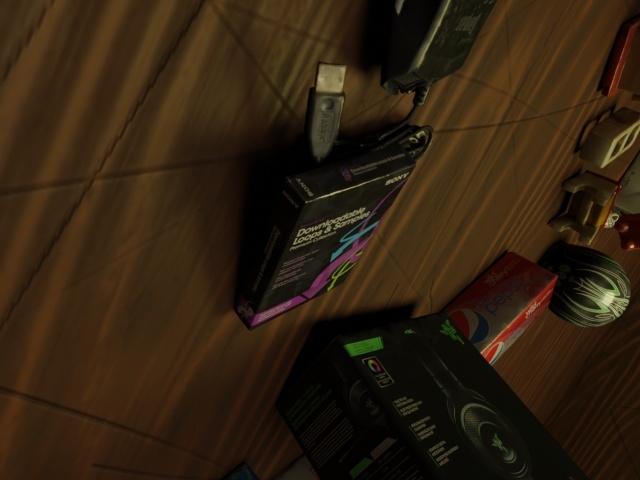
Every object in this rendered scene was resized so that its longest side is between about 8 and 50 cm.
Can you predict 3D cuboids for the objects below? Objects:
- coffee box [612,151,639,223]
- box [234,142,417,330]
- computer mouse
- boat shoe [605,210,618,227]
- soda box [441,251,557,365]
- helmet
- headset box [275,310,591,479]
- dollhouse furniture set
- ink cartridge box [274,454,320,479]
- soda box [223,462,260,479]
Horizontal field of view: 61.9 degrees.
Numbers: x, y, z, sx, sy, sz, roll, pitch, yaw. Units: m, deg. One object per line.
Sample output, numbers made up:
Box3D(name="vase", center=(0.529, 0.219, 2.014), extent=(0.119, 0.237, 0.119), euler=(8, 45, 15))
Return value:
Box3D(name="coffee box", center=(0.763, -0.097, 1.242), extent=(0.247, 0.098, 0.141), euler=(21, 102, -55))
Box3D(name="box", center=(0.000, 0.000, 0.429), extent=(0.116, 0.029, 0.162), euler=(-23, 152, -37))
Box3D(name="computer mouse", center=(0.056, -0.154, 0.383), extent=(0.184, 0.060, 0.262), euler=(-26, 149, -41))
Box3D(name="boat shoe", center=(0.640, -0.045, 1.195), extent=(0.100, 0.035, 0.035), euler=(-17, 131, -42))
Box3D(name="soda box", center=(0.250, 0.130, 0.826), extent=(0.263, 0.092, 0.083), euler=(-36, 141, -25))
Box3D(name="helmet", center=(0.523, 0.093, 1.060), extent=(0.169, 0.162, 0.169), euler=(-31, 140, -31))
Box3D(name="headset box", center=(0.124, 0.222, 0.601), extent=(0.246, 0.283, 0.131), euler=(1, 134, -49))
Box3D(name="dollhouse furniture set", center=(0.536, -0.151, 0.832), extent=(0.152, 0.201, 0.374), euler=(-30, 138, -32))
Box3D(name="ink cartridge box", center=(0.039, 0.327, 0.721), extent=(0.198, 0.115, 0.067), euler=(-23, 135, -36))
Box3D(name="soda box", center=(-0.089, 0.359, 0.637), extent=(0.071, 0.067, 0.210), euler=(-30, 139, -31))
